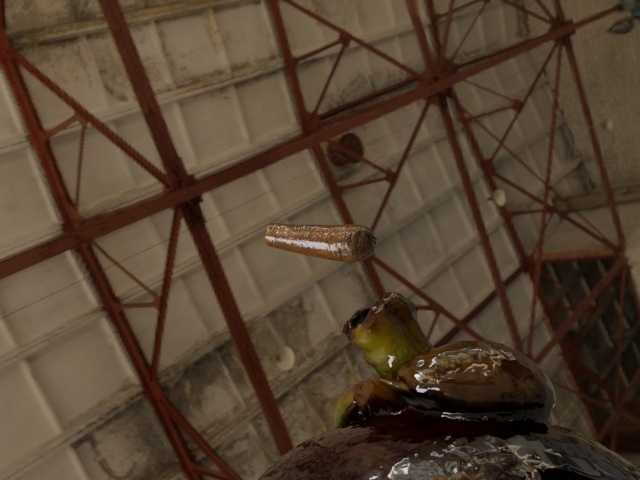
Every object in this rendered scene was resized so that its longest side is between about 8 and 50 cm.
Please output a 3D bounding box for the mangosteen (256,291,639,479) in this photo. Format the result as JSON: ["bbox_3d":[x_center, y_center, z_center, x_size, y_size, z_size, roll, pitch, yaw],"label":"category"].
[{"bbox_3d":[0.075,0.216,0.406,0.297,0.297,0.293,49,-164,-27],"label":"mangosteen"}]

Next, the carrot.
[{"bbox_3d":[0.000,0.000,0.558,0.032,0.093,0.032,6,-90,-71],"label":"carrot"}]
